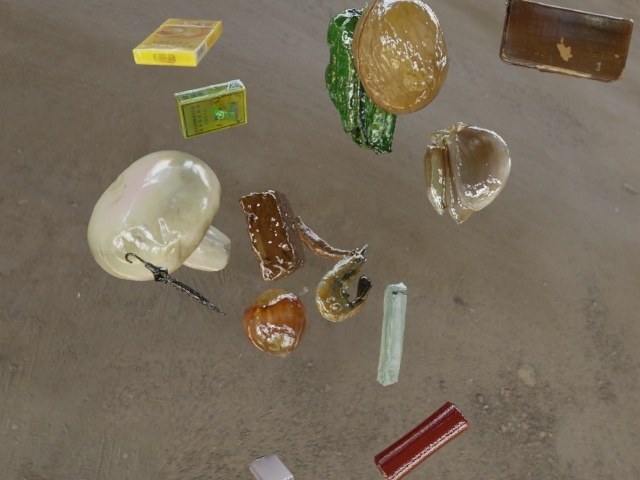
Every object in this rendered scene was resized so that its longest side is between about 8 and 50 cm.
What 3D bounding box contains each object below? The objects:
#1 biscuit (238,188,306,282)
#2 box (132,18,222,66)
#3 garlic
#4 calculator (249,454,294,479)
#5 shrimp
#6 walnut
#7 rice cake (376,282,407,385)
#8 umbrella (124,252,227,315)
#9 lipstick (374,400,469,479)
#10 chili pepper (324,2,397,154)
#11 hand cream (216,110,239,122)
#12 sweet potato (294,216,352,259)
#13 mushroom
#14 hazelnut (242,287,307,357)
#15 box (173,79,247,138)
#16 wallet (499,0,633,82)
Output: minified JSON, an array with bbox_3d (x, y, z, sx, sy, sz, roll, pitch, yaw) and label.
[{"bbox_3d":[-0.175,-0.024,1.838,0.166,0.395,0.343,-19,93,3],"label":"biscuit"},{"bbox_3d":[-0.358,-0.515,1.205,0.152,0.043,0.269,5,39,2],"label":"box"},{"bbox_3d":[0.462,-0.224,1.472,0.132,0.279,0.325,-11,85,-45],"label":"garlic"},{"bbox_3d":[-0.156,0.740,1.487,0.100,0.175,0.032,-6,101,-30],"label":"calculator"},{"bbox_3d":[0.087,0.118,1.266,0.254,0.059,0.145,-40,103,-34],"label":"shrimp"},{"bbox_3d":[0.137,-0.320,0.809,0.167,0.207,0.167,-16,42,15],"label":"walnut"},{"bbox_3d":[0.228,0.299,1.490,0.066,0.063,0.337,-4,105,-34],"label":"rice cake"},{"bbox_3d":[-0.176,0.056,0.586,0.148,0.022,0.022,33,39,-20],"label":"umbrella"},{"bbox_3d":[0.243,0.486,1.124,0.241,0.080,0.080,-35,78,-5],"label":"lipstick"},{"bbox_3d":[0.105,-0.373,1.140,0.213,0.385,0.167,-35,48,-28],"label":"chili pepper"},{"bbox_3d":[-0.257,-0.351,1.313,0.023,0.122,0.036,-15,98,14],"label":"hand cream"},{"bbox_3d":[-0.005,0.009,1.524,0.255,0.058,0.078,33,69,29],"label":"sweet potato"},{"bbox_3d":[-0.412,-0.056,1.196,0.325,0.353,0.353,13,57,10],"label":"mushroom"},{"bbox_3d":[-0.111,0.217,1.254,0.182,0.182,0.182,9,60,-17],"label":"hazelnut"},{"bbox_3d":[-0.349,-0.425,1.511,0.219,0.141,0.064,-20,56,-19],"label":"box"},{"bbox_3d":[0.341,-0.279,0.655,0.176,0.026,0.095,9,89,-2],"label":"wallet"}]
